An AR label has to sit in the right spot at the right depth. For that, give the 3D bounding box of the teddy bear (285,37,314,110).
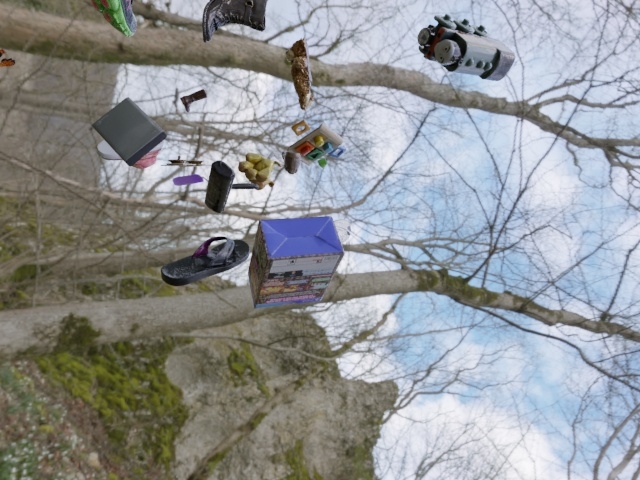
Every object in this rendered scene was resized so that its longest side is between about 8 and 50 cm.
[{"bbox_3d":[-0.104,-0.809,2.201,0.245,0.113,0.338,-73,156,-70],"label":"teddy bear"}]

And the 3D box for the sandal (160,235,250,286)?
[{"bbox_3d":[-0.453,0.063,1.864,0.167,0.445,0.107,23,-61,26],"label":"sandal"}]

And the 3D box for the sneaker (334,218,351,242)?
[{"bbox_3d":[0.000,0.000,1.696,0.153,0.235,0.094,-9,-59,51],"label":"sneaker"}]

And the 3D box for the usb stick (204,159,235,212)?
[{"bbox_3d":[-0.310,-0.157,1.365,0.045,0.077,0.278,-56,-175,-26],"label":"usb stick"}]

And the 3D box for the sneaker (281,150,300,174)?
[{"bbox_3d":[-0.102,-0.258,1.492,0.188,0.066,0.071,-112,-149,-80],"label":"sneaker"}]

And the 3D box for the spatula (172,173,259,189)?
[{"bbox_3d":[-0.346,-0.194,1.513,0.084,0.296,0.030,42,-58,50],"label":"spatula"}]

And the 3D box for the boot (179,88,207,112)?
[{"bbox_3d":[-0.510,-0.576,1.843,0.037,0.114,0.106,64,-6,7],"label":"boot"}]

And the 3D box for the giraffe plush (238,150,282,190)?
[{"bbox_3d":[-0.299,-0.324,2.204,0.181,0.210,0.171,40,-37,16],"label":"giraffe plush"}]

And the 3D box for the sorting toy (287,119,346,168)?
[{"bbox_3d":[-0.017,-0.395,1.904,0.196,0.347,0.047,-32,-117,23],"label":"sorting toy"}]

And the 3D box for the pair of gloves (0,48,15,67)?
[{"bbox_3d":[-1.272,-0.727,1.788,0.074,0.083,0.010,-11,-114,7],"label":"pair of gloves"}]

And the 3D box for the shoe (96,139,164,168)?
[{"bbox_3d":[-0.482,-0.215,1.132,0.063,0.178,0.081,46,-51,11],"label":"shoe"}]

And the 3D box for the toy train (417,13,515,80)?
[{"bbox_3d":[0.459,-0.599,1.412,0.190,0.333,0.142,58,-43,32],"label":"toy train"}]

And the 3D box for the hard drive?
[{"bbox_3d":[-0.378,-0.216,0.883,0.094,0.022,0.135,-43,-115,-10],"label":"hard drive"}]

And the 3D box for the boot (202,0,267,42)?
[{"bbox_3d":[-0.321,-0.847,1.707,0.091,0.228,0.263,162,-58,-75],"label":"boot"}]

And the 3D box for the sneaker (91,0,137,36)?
[{"bbox_3d":[-0.685,-0.875,1.541,0.202,0.185,0.483,-47,-169,-13],"label":"sneaker"}]

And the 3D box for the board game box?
[{"bbox_3d":[-0.087,0.072,1.395,0.291,0.231,0.141,113,-33,-51],"label":"board game box"}]

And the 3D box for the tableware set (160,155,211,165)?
[{"bbox_3d":[-0.561,-0.333,1.881,0.128,0.194,0.039,2,-82,25],"label":"tableware set"}]
